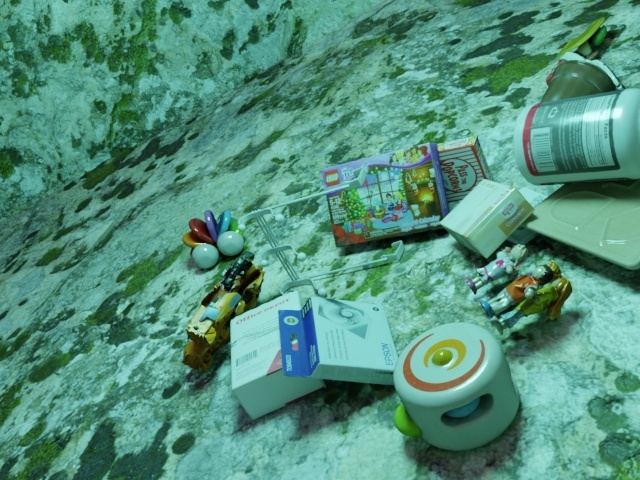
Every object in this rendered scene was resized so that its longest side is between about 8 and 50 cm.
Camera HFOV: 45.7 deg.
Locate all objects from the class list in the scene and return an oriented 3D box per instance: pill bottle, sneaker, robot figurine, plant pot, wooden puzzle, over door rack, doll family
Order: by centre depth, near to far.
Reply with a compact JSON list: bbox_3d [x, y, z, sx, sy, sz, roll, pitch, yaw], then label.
[{"bbox_3d":[0.384,0.095,1.431,0.163,0.118,0.263,-32,11,7],"label":"doll family"},{"bbox_3d":[0.609,-0.066,1.492,0.322,0.080,0.348,-35,25,-15],"label":"wooden puzzle"},{"bbox_3d":[0.561,-0.203,1.498,0.319,0.176,0.176,-1,40,44],"label":"pill bottle"},{"bbox_3d":[0.000,0.000,1.750,0.324,0.239,0.108,-20,28,16],"label":"over door rack"},{"bbox_3d":[-0.221,0.161,1.781,0.085,0.211,0.291,28,48,9],"label":"robot figurine"},{"bbox_3d":[0.596,-0.316,1.821,0.167,0.167,0.165,11,56,49],"label":"plant pot"},{"bbox_3d":[0.680,-0.395,1.952,0.118,0.107,0.279,-47,26,7],"label":"sneaker"}]

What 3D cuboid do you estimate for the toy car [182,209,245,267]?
[{"bbox_3d":[-0.306,-0.022,2.154,0.182,0.136,0.159,-26,29,6],"label":"toy car"}]

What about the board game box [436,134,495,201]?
[{"bbox_3d":[0.307,-0.165,1.836,0.194,0.146,0.045,-10,34,31],"label":"board game box"}]

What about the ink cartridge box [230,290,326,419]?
[{"bbox_3d":[-0.095,0.236,1.607,0.172,0.100,0.237,-25,30,7],"label":"ink cartridge box"}]

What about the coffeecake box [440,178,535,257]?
[{"bbox_3d":[0.350,-0.051,1.615,0.142,0.068,0.185,-45,13,2],"label":"coffeecake box"}]

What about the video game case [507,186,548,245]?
[{"bbox_3d":[0.446,-0.055,1.674,0.143,0.019,0.157,-34,29,-10],"label":"video game case"}]

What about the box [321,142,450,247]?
[{"bbox_3d":[0.155,-0.105,1.826,0.293,0.200,0.057,-11,-1,29],"label":"box"}]

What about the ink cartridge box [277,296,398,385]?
[{"bbox_3d":[0.033,0.193,1.503,0.224,0.045,0.223,6,29,-10],"label":"ink cartridge box"}]

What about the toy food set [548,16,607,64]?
[{"bbox_3d":[0.743,-0.539,2.136,0.218,0.071,0.128,-45,9,-30],"label":"toy food set"}]

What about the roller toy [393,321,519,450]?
[{"bbox_3d":[0.227,0.237,1.280,0.191,0.146,0.209,2,41,42],"label":"roller toy"}]
